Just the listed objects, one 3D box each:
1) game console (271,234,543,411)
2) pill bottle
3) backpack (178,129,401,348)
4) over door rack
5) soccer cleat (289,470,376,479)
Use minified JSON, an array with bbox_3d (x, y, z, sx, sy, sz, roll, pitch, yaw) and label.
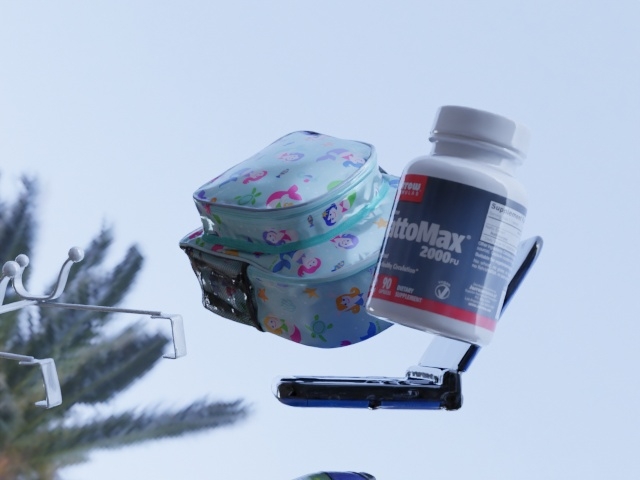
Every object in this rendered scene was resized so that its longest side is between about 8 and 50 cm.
[{"bbox_3d":[0.079,0.086,1.350,0.250,0.293,0.173,2,-96,-3],"label":"game console"},{"bbox_3d":[0.109,-0.013,1.061,0.108,0.108,0.180,13,-95,28],"label":"pill bottle"},{"bbox_3d":[0.000,0.000,1.393,0.253,0.225,0.191,23,-45,42],"label":"backpack"},{"bbox_3d":[-0.359,0.088,1.641,0.324,0.239,0.108,16,-69,35],"label":"over door rack"},{"bbox_3d":[-0.065,0.286,1.281,0.289,0.121,0.093,-25,-101,41],"label":"soccer cleat"}]
